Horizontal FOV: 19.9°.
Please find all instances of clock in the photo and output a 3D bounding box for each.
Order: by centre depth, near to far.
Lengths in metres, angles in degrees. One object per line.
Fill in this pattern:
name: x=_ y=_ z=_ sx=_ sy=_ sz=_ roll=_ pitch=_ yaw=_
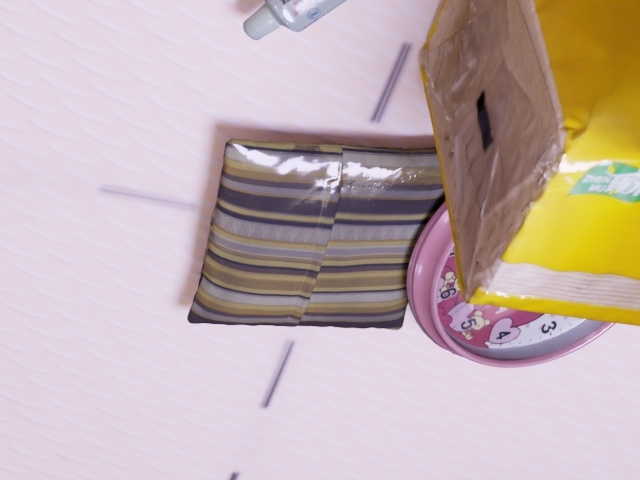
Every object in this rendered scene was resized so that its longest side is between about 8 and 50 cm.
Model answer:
clock: x=0.192 y=0.014 z=1.630 sx=0.244 sy=0.056 sz=0.244 roll=-11 pitch=129 yaw=-14

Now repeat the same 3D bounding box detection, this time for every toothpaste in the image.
toothpaste: x=0.050 y=-0.237 z=1.409 sx=0.268 sy=0.047 sz=0.069 roll=-34 pitch=113 yaw=14

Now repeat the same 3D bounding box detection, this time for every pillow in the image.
pillow: x=0.000 y=0.000 z=1.594 sx=0.208 sy=0.052 sz=0.212 roll=1 pitch=132 yaw=-18

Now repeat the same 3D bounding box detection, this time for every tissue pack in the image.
tissue pack: x=0.297 y=-0.086 z=1.413 sx=0.382 sy=0.293 sz=0.228 roll=9 pitch=137 yaw=-18
